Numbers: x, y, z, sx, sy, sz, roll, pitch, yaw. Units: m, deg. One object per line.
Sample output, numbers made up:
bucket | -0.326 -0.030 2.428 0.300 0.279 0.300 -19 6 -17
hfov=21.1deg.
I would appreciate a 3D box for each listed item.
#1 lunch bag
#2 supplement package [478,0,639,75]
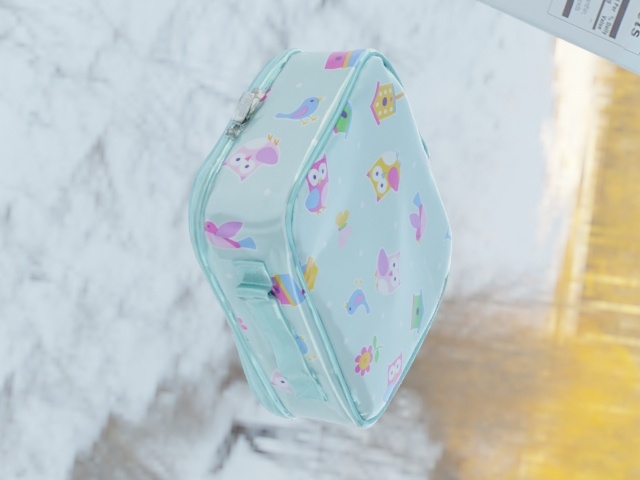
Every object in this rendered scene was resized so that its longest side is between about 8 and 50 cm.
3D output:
lunch bag | 0.000 0.000 1.333 0.224 0.108 0.279 -59 143 -34
supplement package | 0.123 -0.236 0.884 0.199 0.263 0.198 -31 144 -57
